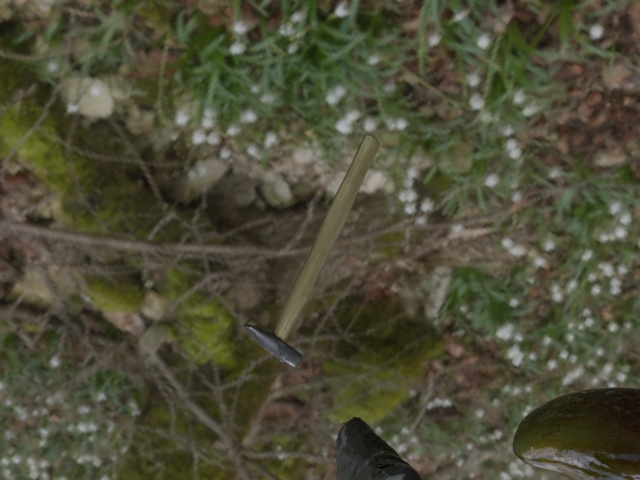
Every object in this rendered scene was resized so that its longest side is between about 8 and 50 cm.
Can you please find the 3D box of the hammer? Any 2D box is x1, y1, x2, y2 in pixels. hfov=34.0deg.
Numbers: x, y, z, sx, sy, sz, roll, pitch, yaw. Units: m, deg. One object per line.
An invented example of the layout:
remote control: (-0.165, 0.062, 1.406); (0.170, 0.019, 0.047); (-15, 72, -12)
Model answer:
hammer: (0.000, 0.000, 0.837); (0.013, 0.199, 0.062); (8, 158, 46)

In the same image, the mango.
mango: (0.339, 0.221, 1.141); (0.267, 0.133, 0.111); (1, 125, 29)

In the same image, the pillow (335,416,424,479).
pillow: (0.087, 0.365, 1.531); (0.092, 0.162, 0.335); (1, -173, -13)
